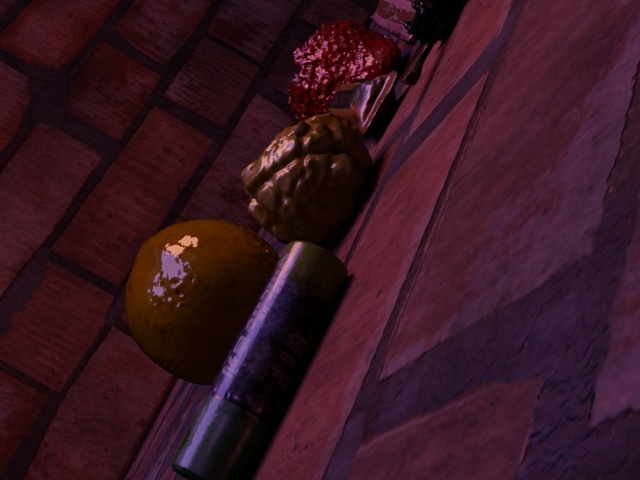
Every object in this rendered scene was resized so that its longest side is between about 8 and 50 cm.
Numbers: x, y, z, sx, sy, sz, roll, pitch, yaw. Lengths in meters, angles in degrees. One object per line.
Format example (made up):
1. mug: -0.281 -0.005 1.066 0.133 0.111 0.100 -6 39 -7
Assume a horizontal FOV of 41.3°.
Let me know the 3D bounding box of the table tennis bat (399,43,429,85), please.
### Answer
1. table tennis bat: 0.191 -0.356 1.658 0.131 0.022 0.234 -54 7 31

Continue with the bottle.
1. bottle: -0.073 0.159 1.082 0.330 0.093 0.093 -62 8 -22

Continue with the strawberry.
1. strawberry: 0.062 -0.376 1.965 0.261 0.258 0.261 20 -90 -77

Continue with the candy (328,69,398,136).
1. candy: 0.089 -0.272 1.711 0.143 0.101 0.271 -65 13 1

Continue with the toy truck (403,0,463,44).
1. toy truck: 0.206 -0.417 1.551 0.065 0.079 0.147 -51 10 42

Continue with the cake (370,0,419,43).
1. cake: 0.215 -0.536 2.035 0.116 0.113 0.295 -59 20 15

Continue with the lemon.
1. lemon: -0.179 0.091 1.334 0.310 0.258 0.258 18 76 49

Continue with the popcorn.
1. popcorn: -0.017 -0.103 1.431 0.255 0.195 0.256 -31 28 55

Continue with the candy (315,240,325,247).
1. candy: 0.000 -0.001 1.513 0.030 0.020 0.083 -55 7 31
